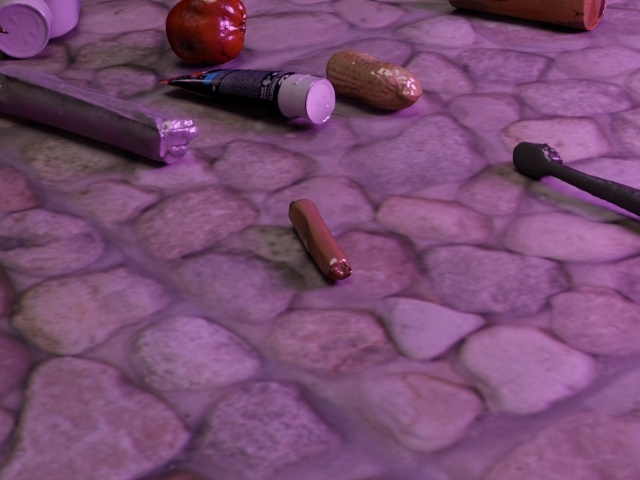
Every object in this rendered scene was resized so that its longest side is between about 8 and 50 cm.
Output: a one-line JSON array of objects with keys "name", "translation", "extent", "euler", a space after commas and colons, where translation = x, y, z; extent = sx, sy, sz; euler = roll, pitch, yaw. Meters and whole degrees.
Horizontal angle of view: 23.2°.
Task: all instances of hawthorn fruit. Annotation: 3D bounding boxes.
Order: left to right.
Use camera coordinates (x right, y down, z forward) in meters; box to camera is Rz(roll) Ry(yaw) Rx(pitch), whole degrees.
[{"name": "hawthorn fruit", "translation": [-0.123, -0.229, 1.660], "extent": [0.093, 0.093, 0.093], "euler": [-2, 28, 1]}]

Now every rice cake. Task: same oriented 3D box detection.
[{"name": "rice cake", "translation": [-0.229, -0.124, 1.503], "extent": [0.270, 0.049, 0.055], "euler": [18, 12, 33]}]

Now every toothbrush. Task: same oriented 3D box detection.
[{"name": "toothbrush", "translation": [0.275, -0.030, 1.312], "extent": [0.031, 0.030, 0.297], "euler": [-11, 27, -38]}]

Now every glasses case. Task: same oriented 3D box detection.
[{"name": "glasses case", "translation": [0.232, -0.271, 1.760], "extent": [0.170, 0.041, 0.065], "euler": [14, 20, 29]}]

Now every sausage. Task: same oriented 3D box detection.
[{"name": "sausage", "translation": [0.000, 0.000, 1.276], "extent": [0.026, 0.026, 0.116], "euler": [-9, 29, -14]}]

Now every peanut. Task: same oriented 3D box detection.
[{"name": "peanut", "translation": [0.053, -0.159, 1.550], "extent": [0.113, 0.054, 0.054], "euler": [25, 38, 36]}]

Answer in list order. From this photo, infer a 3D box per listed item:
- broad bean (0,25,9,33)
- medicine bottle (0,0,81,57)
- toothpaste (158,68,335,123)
[{"name": "broad bean", "translation": [-0.432, -0.241, 1.723], "extent": [0.297, 0.043, 0.060], "euler": [9, -16, 43]}, {"name": "medicine bottle", "translation": [-0.333, -0.268, 1.761], "extent": [0.119, 0.069, 0.183], "euler": [-4, 27, -5]}, {"name": "toothpaste", "translation": [-0.070, -0.152, 1.558], "extent": [0.193, 0.045, 0.071], "euler": [13, 22, 38]}]
